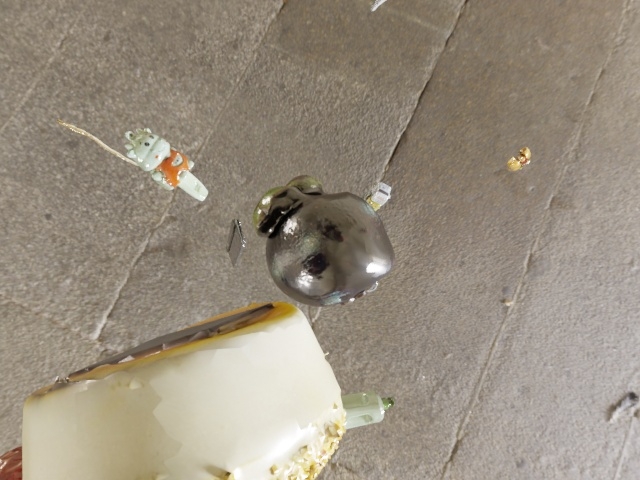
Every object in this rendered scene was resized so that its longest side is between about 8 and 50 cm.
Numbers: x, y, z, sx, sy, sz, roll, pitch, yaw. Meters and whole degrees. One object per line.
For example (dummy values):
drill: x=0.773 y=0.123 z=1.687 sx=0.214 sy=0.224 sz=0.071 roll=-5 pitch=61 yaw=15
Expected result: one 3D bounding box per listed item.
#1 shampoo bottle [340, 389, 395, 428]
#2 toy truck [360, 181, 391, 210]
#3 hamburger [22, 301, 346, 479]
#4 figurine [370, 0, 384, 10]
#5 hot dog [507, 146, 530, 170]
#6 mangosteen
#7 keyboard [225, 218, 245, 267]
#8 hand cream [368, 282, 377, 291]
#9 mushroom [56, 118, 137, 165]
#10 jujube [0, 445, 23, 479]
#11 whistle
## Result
shampoo bottle: x=0.096 y=0.466 z=1.142 sx=0.234 sy=0.118 sz=0.087 roll=-5 pitch=71 yaw=-17
toy truck: x=0.156 y=-0.115 z=1.225 sx=0.052 sy=0.123 sz=0.063 roll=25 pitch=54 yaw=-15
hamburger: x=-0.111 y=0.172 z=0.390 sx=0.276 sy=0.294 sz=0.179 roll=-20 pitch=86 yaw=13
figurine: x=0.132 y=-0.222 z=0.192 sx=0.388 sy=0.276 sz=0.248 roll=25 pitch=77 yaw=32
hot dog: x=0.285 y=-0.113 z=0.594 sx=0.021 sy=0.083 sz=0.037 roll=49 pitch=114 yaw=14
mangosteen: x=0.000 y=0.000 z=0.705 sx=0.243 sy=0.243 sz=0.243 roll=1 pitch=80 yaw=-3
keyboard: x=-0.234 y=0.012 z=1.146 sx=0.023 sy=0.231 sz=0.072 roll=-17 pitch=76 yaw=-22
hand cream: x=0.083 y=0.047 z=0.885 sx=0.067 sy=0.194 sz=0.042 roll=20 pitch=110 yaw=-16
mushroom: x=-0.649 y=-0.286 z=1.257 sx=0.286 sy=0.028 sz=0.026 roll=25 pitch=111 yaw=-24
jujube: x=-0.573 y=0.505 z=0.884 sx=0.230 sy=0.155 sz=0.155 roll=3 pitch=78 yaw=-39
whistle: x=-0.397 y=-0.192 z=1.082 sx=0.101 sy=0.106 sz=0.253 roll=-52 pitch=125 yaw=-10
